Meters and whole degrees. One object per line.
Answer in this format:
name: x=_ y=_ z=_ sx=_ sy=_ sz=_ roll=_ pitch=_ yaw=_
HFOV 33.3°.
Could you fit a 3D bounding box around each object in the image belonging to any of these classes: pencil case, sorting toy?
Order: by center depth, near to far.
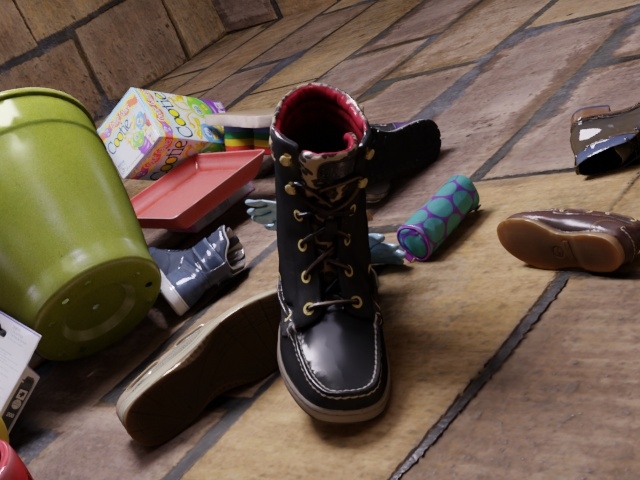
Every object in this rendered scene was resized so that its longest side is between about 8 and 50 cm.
pencil case: x=0.178 y=-0.034 z=1.605 sx=0.151 sy=0.064 sz=0.070 roll=-42 pitch=-13 yaw=-36
sorting toy: x=-0.078 y=-0.236 z=2.290 sx=0.257 sy=0.089 sz=0.255 roll=-10 pitch=12 yaw=-29

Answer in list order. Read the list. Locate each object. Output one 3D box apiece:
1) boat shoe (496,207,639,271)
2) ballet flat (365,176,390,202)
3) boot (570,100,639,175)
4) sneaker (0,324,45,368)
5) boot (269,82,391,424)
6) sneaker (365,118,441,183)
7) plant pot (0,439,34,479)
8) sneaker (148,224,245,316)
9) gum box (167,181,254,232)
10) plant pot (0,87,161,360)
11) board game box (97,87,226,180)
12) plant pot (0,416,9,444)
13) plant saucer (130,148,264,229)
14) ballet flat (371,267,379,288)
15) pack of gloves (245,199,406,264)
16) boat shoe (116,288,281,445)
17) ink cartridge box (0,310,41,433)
boat shoe: x=0.319 y=-0.005 z=1.356 sx=0.073 sy=0.073 sz=0.207 roll=-35 pitch=29 yaw=-28
ballet flat: x=0.068 y=-0.110 z=1.960 sx=0.084 sy=0.058 sz=0.250 roll=3 pitch=20 yaw=-16
boot: x=0.470 y=-0.150 z=1.559 sx=0.219 sy=0.082 sz=0.106 roll=-9 pitch=48 yaw=31
sneaker: x=-0.485 y=0.129 z=1.924 sx=0.296 sy=0.131 sz=0.112 roll=-34 pitch=19 yaw=-23
boot: x=0.009 y=0.007 z=1.305 sx=0.138 sy=0.284 sz=0.377 roll=-3 pitch=36 yaw=-1
sneaker: x=0.076 y=-0.159 z=1.904 sx=0.283 sy=0.107 sz=0.124 roll=-9 pitch=11 yaw=-40
plant pot: x=-0.387 y=0.346 z=1.190 sx=0.191 sy=0.174 sz=0.191 roll=-23 pitch=20 yaw=8
sneaker: x=-0.221 y=0.032 z=1.880 sx=0.163 sy=0.086 sz=0.226 roll=-40 pitch=31 yaw=-6
gum box: x=-0.245 y=-0.085 z=2.259 sx=0.107 sy=0.062 sz=0.188 roll=-1 pitch=32 yaw=49
plant pot: x=-0.453 y=0.000 z=1.780 sx=0.366 sy=0.366 sz=0.353 roll=-32 pitch=62 yaw=-16
board game box: x=-0.323 y=-0.223 z=2.352 sx=0.144 sy=0.142 sz=0.275 roll=-44 pitch=-26 yaw=29
plant pot: x=-0.569 y=0.327 z=1.399 sx=0.254 sy=0.254 sz=0.239 roll=-17 pitch=37 yaw=24
plant saucer: x=-0.264 y=-0.096 z=2.152 sx=0.259 sy=0.048 sz=0.258 roll=3 pitch=35 yaw=49
ballet flat: x=-0.002 y=0.056 z=1.578 sx=0.068 sy=0.072 sz=0.213 roll=1 pitch=2 yaw=-38
pack of gloves: x=0.000 y=0.000 z=1.595 sx=0.232 sy=0.195 sz=0.046 roll=-5 pitch=55 yaw=46
boat shoe: x=-0.149 y=0.160 z=1.471 sx=0.302 sy=0.109 sz=0.098 roll=-37 pitch=23 yaw=-14
ink cartridge box: x=-0.529 y=0.210 z=1.661 sx=0.206 sy=0.045 sz=0.208 roll=23 pitch=82 yaw=37
